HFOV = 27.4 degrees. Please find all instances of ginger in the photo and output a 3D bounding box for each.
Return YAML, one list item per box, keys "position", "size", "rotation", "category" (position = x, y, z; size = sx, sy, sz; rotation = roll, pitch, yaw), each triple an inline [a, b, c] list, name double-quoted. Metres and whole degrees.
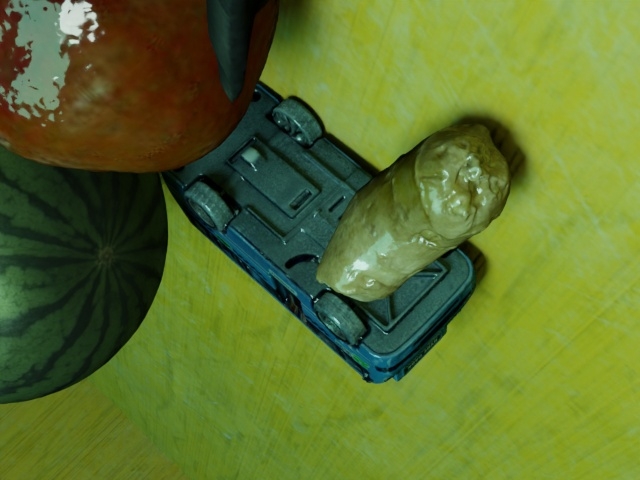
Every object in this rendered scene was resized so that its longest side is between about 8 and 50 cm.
- position: [0.061, -0.018, 0.859]
  size: [0.069, 0.095, 0.190]
  rotation: [49, 142, -3]
  category: "ginger"

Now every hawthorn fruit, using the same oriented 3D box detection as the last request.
- position: [-0.125, -0.168, 0.818]
  size: [0.224, 0.224, 0.261]
  rotation: [41, 143, 13]
  category: "hawthorn fruit"

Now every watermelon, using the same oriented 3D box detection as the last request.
- position: [-0.282, -0.016, 1.026]
  size: [0.359, 0.279, 0.279]
  rotation: [20, 149, 41]
  category: "watermelon"

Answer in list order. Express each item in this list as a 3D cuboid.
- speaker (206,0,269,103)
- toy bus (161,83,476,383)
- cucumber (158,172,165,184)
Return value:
- position: [-0.120, -0.268, 0.576]
  size: [0.388, 0.184, 0.180]
  rotation: [40, 166, 8]
  category: "speaker"
- position: [0.000, 0.000, 1.014]
  size: [0.246, 0.113, 0.134]
  rotation: [40, 165, 21]
  category: "toy bus"
- position: [-0.227, -0.146, 1.258]
  size: [0.241, 0.074, 0.074]
  rotation: [50, 160, -9]
  category: "cucumber"
